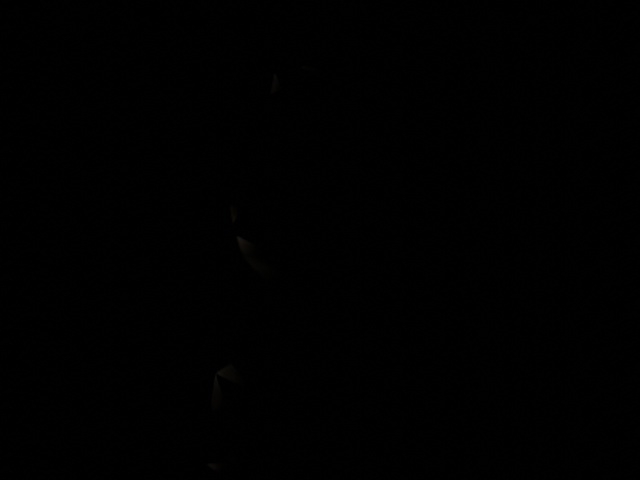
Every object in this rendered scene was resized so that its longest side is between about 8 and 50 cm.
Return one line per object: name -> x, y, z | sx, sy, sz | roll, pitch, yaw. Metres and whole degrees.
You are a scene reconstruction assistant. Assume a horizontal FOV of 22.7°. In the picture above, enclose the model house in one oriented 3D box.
model house -> -0.103, 0.069, 0.200 | 0.445, 0.395, 0.399 | 14, 104, 18
